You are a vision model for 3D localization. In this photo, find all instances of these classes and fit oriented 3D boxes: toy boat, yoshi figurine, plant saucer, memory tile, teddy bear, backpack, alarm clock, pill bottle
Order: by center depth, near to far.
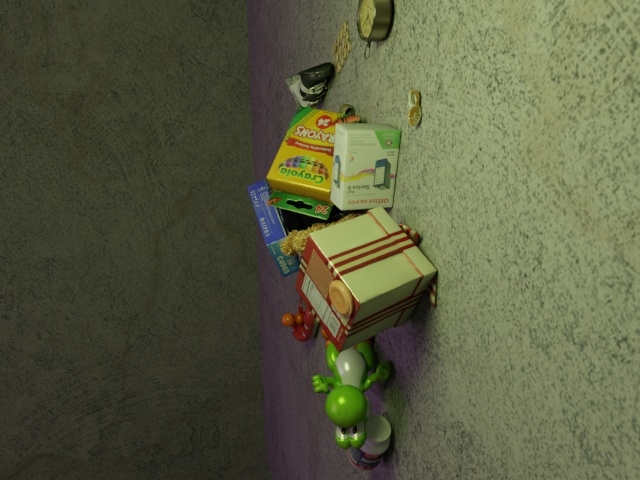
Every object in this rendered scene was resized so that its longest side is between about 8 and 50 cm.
[{"bbox_3d":[0.043,0.127,1.114,0.083,0.013,0.084,39,140,44],"label":"plant saucer"},{"bbox_3d":[0.139,-0.571,1.346,0.129,0.064,0.192,-113,27,-47],"label":"alarm clock"},{"bbox_3d":[0.082,0.391,1.452,0.203,0.203,0.362,-37,36,33],"label":"yoshi figurine"},{"bbox_3d":[0.029,0.016,1.512,0.337,0.245,0.113,-7,65,32],"label":"teddy bear"},{"bbox_3d":[0.147,0.593,1.514,0.180,0.107,0.108,102,158,-44],"label":"pill bottle"},{"bbox_3d":[-0.012,-0.114,1.653,0.263,0.276,0.213,97,-169,-56],"label":"backpack"},{"bbox_3d":[0.068,-0.628,1.669,0.148,0.012,0.113,131,133,-68],"label":"memory tile"},{"bbox_3d":[-0.094,0.337,2.203,0.231,0.151,0.151,104,157,-46],"label":"toy boat"}]

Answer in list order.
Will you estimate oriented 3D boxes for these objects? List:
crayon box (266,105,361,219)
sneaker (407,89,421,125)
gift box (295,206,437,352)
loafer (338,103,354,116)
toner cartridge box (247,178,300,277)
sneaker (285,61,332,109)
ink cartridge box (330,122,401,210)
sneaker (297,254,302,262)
[{"bbox_3d":[-0.020,-0.232,1.494,0.081,0.202,0.319,68,-141,-63],"label":"crayon box"},{"bbox_3d":[0.219,-0.309,1.204,0.037,0.031,0.083,-125,37,-85],"label":"sneaker"},{"bbox_3d":[0.121,0.109,1.253,0.276,0.258,0.255,55,149,24],"label":"gift box"},{"bbox_3d":[0.079,-0.357,1.617,0.050,0.056,0.148,-141,48,-76],"label":"loafer"},{"bbox_3d":[-0.163,-0.050,1.784,0.348,0.075,0.165,-115,0,-47],"label":"toner cartridge box"},{"bbox_3d":[-0.023,-0.552,1.861,0.330,0.122,0.146,-154,43,-70],"label":"sneaker"},{"bbox_3d":[0.116,-0.194,1.351,0.093,0.154,0.213,-126,37,-59],"label":"ink cartridge box"},{"bbox_3d":[0.000,0.000,1.946,0.234,0.106,0.078,-62,5,17],"label":"sneaker"}]
